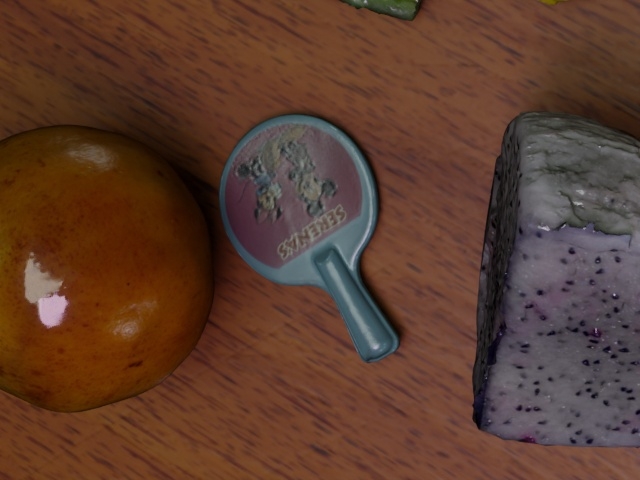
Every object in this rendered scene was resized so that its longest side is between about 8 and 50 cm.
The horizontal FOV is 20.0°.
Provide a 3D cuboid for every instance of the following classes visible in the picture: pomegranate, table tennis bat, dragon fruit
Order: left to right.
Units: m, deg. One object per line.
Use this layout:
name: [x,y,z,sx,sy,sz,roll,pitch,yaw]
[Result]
pomegranate: [-0.217,0.022,1.629,0.264,0.264,0.264,3,99,19]
table tennis bat: [0.000,0.000,1.658,0.153,0.040,0.244,-31,82,20]
dragon fruit: [0.242,0.021,1.481,0.221,0.204,0.283,9,137,5]

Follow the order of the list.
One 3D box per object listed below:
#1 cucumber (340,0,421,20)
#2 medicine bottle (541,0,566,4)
cucumber: [0.002,-0.264,1.608,0.211,0.062,0.078,18,137,10]
medicine bottle: [0.233,-0.348,1.503,0.111,0.076,0.309,31,105,12]
